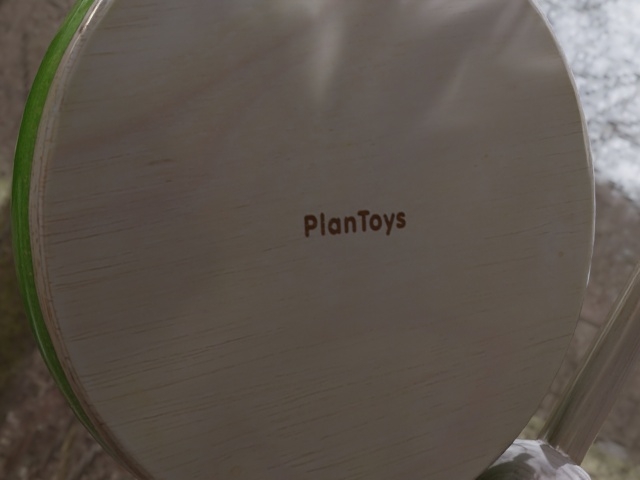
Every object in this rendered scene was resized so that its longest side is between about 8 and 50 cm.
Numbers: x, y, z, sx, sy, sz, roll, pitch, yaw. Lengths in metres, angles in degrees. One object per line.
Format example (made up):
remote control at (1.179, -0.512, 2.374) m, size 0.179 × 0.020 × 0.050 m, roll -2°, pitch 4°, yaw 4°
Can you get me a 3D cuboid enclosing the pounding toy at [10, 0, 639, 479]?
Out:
pounding toy at (0.000, 0.000, 0.442) m, size 0.237 × 0.183 × 0.110 m, roll 28°, pitch -12°, yaw -31°
